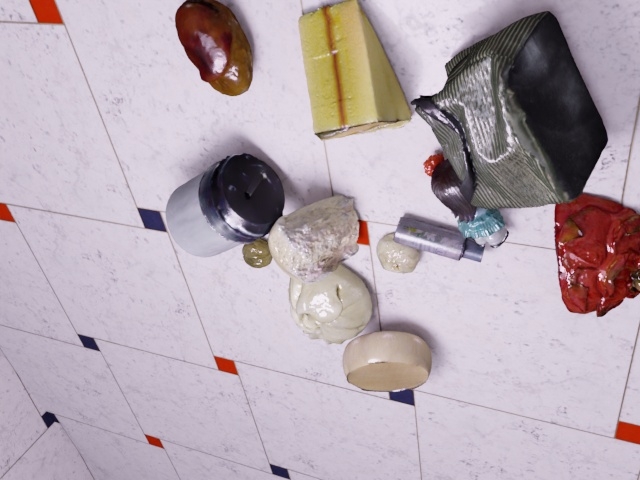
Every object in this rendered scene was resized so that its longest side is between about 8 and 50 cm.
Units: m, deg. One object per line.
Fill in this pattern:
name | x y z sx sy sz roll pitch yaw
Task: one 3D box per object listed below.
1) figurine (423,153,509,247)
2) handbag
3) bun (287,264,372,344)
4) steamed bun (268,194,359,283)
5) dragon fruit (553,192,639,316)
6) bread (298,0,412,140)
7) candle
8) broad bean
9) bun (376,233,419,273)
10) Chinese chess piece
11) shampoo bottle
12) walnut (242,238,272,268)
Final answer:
figurine | 0.322 -0.083 1.539 0.138 0.110 0.245 8 143 48
handbag | 0.347 -0.223 1.299 0.240 0.247 0.340 -4 131 47
bun | 0.017 0.183 1.927 0.259 0.160 0.259 14 133 15
steamed bun | 0.000 0.000 1.713 0.170 0.225 0.200 54 154 15
dragon fruit | 0.610 0.060 1.473 0.205 0.152 0.317 -4 128 31
bread | 0.075 -0.352 1.466 0.168 0.163 0.264 -5 96 34
candle | -0.262 -0.075 1.796 0.343 0.221 0.221 -23 116 45
broad bean | -0.231 -0.415 1.520 0.156 0.122 0.228 -2 126 28
bun | 0.191 0.038 1.753 0.115 0.069 0.115 16 135 17
Chinese chess piece | 0.187 0.341 1.956 0.250 0.103 0.249 0 149 0
shampoo bottle | 0.283 0.002 1.665 0.214 0.072 0.072 17 136 14
walnut | -0.177 0.036 1.956 0.092 0.092 0.092 16 136 16
